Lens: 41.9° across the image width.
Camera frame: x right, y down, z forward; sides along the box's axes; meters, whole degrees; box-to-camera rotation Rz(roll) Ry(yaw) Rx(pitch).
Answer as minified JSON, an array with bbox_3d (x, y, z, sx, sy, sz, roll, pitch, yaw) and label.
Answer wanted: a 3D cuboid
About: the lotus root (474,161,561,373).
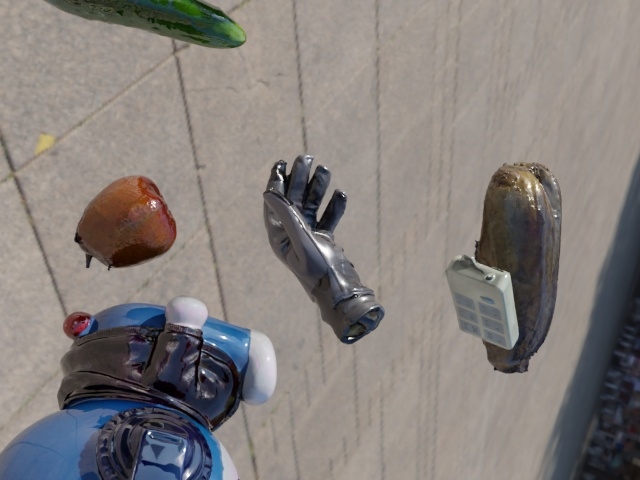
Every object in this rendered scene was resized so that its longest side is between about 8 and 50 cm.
[{"bbox_3d":[0.305,0.051,1.230,0.167,0.078,0.329,-13,109,-32],"label":"lotus root"}]

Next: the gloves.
[{"bbox_3d":[-0.006,0.009,1.180,0.142,0.119,0.285,14,54,-62],"label":"gloves"}]

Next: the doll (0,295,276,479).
[{"bbox_3d":[-0.176,0.217,0.755,0.284,0.240,0.310,-49,-151,48],"label":"doll"}]

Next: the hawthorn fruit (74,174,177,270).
[{"bbox_3d":[-0.182,-0.011,0.767,0.093,0.081,0.081,-28,143,-8],"label":"hawthorn fruit"}]

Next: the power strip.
[{"bbox_3d":[0.217,0.084,1.108,0.035,0.081,0.192,-56,150,-20],"label":"power strip"}]

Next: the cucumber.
[{"bbox_3d":[-0.193,-0.237,0.826,0.056,0.250,0.056,-168,-90,-82],"label":"cucumber"}]
